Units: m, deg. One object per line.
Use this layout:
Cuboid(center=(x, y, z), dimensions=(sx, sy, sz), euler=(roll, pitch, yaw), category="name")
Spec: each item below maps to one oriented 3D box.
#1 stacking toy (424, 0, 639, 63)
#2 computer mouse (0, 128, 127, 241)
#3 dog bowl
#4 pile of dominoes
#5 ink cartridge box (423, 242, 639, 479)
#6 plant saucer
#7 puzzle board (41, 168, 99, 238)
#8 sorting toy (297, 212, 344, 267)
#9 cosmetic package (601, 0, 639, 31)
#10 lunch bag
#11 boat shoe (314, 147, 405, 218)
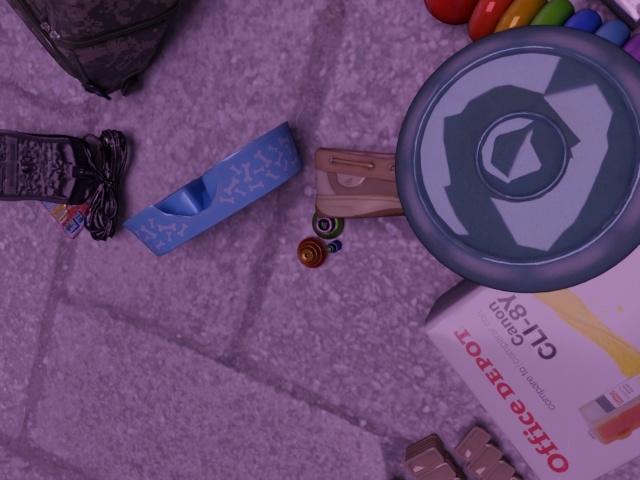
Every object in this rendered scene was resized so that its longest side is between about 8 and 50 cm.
Cuboid(center=(0.270, -0.255, 0.808), dimensions=(0.330, 0.141, 0.141), euler=(36, 107, 14), category="stacking toy")
Cuboid(center=(-0.454, -0.112, 1.080), dimensions=(0.273, 0.072, 0.188), euler=(11, 99, 4), category="computer mouse")
Cuboid(center=(-0.155, -0.071, 0.954), dimensions=(0.297, 0.166, 0.074), euler=(-29, 100, 19), category="dog bowl")
Cuboid(center=(0.233, 0.408, 0.979), dimensions=(0.196, 0.040, 0.251), euler=(-36, 95, 19), category="pile of dominoes")
Cuboid(center=(0.368, 0.098, 0.809), dimensions=(0.385, 0.160, 0.279), euler=(-39, 85, 19), category="ink cartridge box")
Cuboid(center=(0.233, -0.096, 0.741), dimensions=(0.318, 0.044, 0.317), euler=(0, 90, 24), category="plant saucer")
Cuboid(center=(-0.425, -0.078, 1.112), dimensions=(0.128, 0.011, 0.096), euler=(-43, 85, 18), category="puzzle board")
Cuboid(center=(0.000, 0.000, 0.973), dimensions=(0.061, 0.042, 0.101), euler=(28, 105, 12), category="sorting toy")
Cuboid(center=(0.340, -0.379, 0.787), dimensions=(0.099, 0.060, 0.239), euler=(-43, 78, 17), category="cosmetic package")
Cuboid(center=(-0.358, -0.389, 0.934), dimensions=(0.213, 0.256, 0.305), euler=(-35, 85, -26), category="lunch bag")
Cuboid(center=(0.149, -0.092, 0.870), dimensions=(0.342, 0.122, 0.110), euler=(-2, 99, 19), category="boat shoe")
